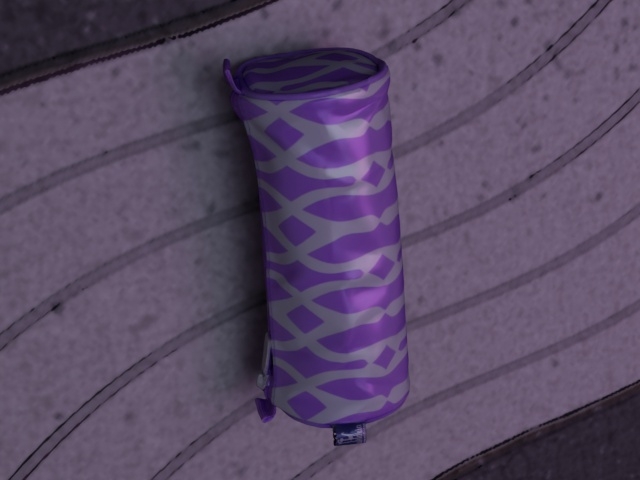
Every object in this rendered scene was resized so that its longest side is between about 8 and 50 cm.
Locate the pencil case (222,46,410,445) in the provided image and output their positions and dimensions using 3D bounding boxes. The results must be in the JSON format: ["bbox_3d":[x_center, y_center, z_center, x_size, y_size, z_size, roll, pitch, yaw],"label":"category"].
[{"bbox_3d":[0.000,0.000,0.851,0.088,0.086,0.206,-4,110,-1],"label":"pencil case"}]
